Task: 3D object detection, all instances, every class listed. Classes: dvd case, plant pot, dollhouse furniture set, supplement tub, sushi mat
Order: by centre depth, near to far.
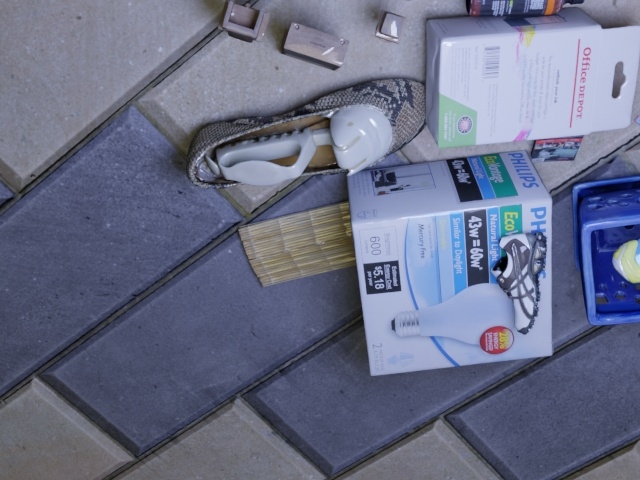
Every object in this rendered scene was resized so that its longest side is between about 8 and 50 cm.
[{"bbox_3d":[0.350,-0.438,1.592,0.198,0.106,0.106,0,121,3],"label":"supplement tub"},{"bbox_3d":[0.017,-0.488,1.612,0.304,0.174,0.355,16,96,-6],"label":"dollhouse furniture set"},{"bbox_3d":[0.444,-0.179,1.753,0.087,0.013,0.119,-2,158,5],"label":"dvd case"},{"bbox_3d":[0.602,0.003,1.777,0.236,0.212,0.235,-8,120,7],"label":"plant pot"},{"bbox_3d":[0.000,0.000,1.920,0.317,0.019,0.151,-13,120,11],"label":"sushi mat"}]

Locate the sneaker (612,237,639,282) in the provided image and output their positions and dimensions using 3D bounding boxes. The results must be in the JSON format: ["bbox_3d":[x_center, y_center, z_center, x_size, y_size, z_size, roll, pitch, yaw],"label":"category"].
[{"bbox_3d":[0.638,0.066,1.637,0.240,0.091,0.126,33,116,-15],"label":"sneaker"}]

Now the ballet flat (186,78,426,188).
[{"bbox_3d":[-0.022,-0.172,1.726,0.483,0.182,0.164,-11,119,9],"label":"ballet flat"}]

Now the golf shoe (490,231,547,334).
[{"bbox_3d":[0.349,0.074,1.659,0.094,0.077,0.198,4,113,7],"label":"golf shoe"}]

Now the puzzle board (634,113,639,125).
[{"bbox_3d":[0.672,-0.226,1.754,0.128,0.011,0.096,31,118,-15],"label":"puzzle board"}]

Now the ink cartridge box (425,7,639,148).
[{"bbox_3d":[0.371,-0.293,1.652,0.354,0.119,0.207,-5,121,-5],"label":"ink cartridge box"}]

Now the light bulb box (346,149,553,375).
[{"bbox_3d":[0.250,0.044,1.801,0.361,0.225,0.357,-8,120,3],"label":"light bulb box"}]
